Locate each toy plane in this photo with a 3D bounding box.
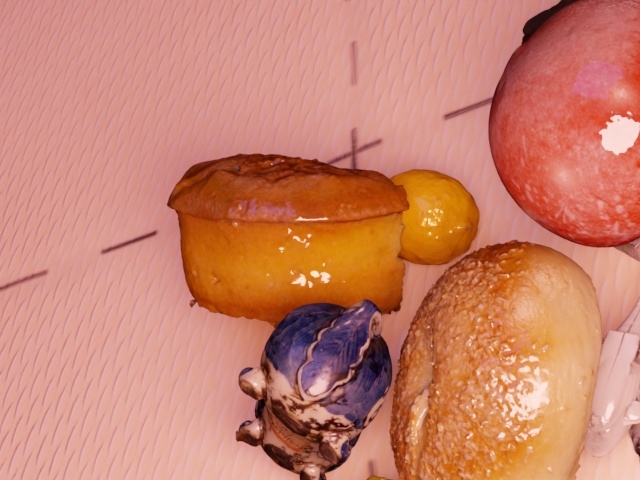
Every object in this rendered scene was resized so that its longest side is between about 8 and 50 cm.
[{"bbox_3d":[0.329,0.096,1.487,0.182,0.107,0.273,30,77,34],"label":"toy plane"}]

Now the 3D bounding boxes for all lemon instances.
[{"bbox_3d":[0.119,-0.029,1.734,0.155,0.114,0.114,20,68,46],"label":"lemon"}]

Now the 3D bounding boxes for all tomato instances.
[{"bbox_3d":[0.291,-0.128,1.503,0.227,0.270,0.270,28,66,-3],"label":"tomato"}]

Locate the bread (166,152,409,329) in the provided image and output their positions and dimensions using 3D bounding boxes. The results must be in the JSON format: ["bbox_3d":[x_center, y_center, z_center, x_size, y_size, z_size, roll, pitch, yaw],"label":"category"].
[{"bbox_3d":[-0.068,0.001,1.725,0.179,0.194,0.340,-18,21,-41],"label":"bread"}]

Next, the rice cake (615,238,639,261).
[{"bbox_3d":[0.308,-0.038,1.671,0.047,0.036,0.207,-36,42,-15],"label":"rice cake"}]

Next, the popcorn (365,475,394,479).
[{"bbox_3d":[0.042,0.311,1.507,0.145,0.126,0.125,-47,16,15],"label":"popcorn"}]

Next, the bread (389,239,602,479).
[{"bbox_3d":[0.163,0.146,1.443,0.305,0.159,0.305,-166,90,-74],"label":"bread"}]

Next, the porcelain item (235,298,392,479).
[{"bbox_3d":[0.013,0.151,1.564,0.138,0.288,0.186,36,67,12],"label":"porcelain item"}]

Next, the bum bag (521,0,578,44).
[{"bbox_3d":[0.285,-0.184,1.747,0.142,0.079,0.326,-2,46,18],"label":"bum bag"}]
